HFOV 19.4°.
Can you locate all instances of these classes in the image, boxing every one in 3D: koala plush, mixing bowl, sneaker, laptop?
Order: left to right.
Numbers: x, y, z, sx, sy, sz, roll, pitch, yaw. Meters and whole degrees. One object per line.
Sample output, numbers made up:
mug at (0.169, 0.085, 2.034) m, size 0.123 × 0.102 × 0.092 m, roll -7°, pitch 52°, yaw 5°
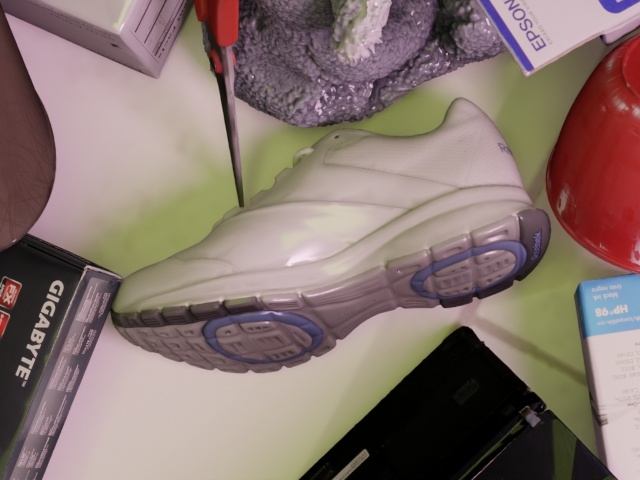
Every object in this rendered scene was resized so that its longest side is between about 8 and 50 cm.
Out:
sneaker at (0.000, 0.000, 1.248) m, size 0.297 × 0.111 × 0.129 m, roll -17°, pitch 61°, yaw 5°
koala plush at (0.004, -0.175, 1.191) m, size 0.203 × 0.221 × 0.196 m, roll -34°, pitch 82°, yaw 2°
laptop at (0.082, 0.209, 1.163) m, size 0.234 × 0.264 × 0.136 m, roll -43°, pitch 109°, yaw 0°
mixing bowl at (0.231, -0.071, 1.173) m, size 0.181 × 0.098 × 0.181 m, roll -4°, pitch 46°, yaw 4°

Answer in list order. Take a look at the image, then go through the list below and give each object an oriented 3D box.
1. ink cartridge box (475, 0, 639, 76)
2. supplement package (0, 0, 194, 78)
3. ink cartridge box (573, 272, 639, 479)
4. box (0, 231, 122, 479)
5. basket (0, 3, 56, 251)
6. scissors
ink cartridge box at (0.224, -0.250, 1.198) m, size 0.371 × 0.069 × 0.176 m, roll -30°, pitch 82°, yaw -20°
supplement package at (-0.194, -0.262, 1.260) m, size 0.261 × 0.145 × 0.204 m, roll 24°, pitch 87°, yaw 9°
ink cartridge box at (0.206, 0.114, 1.198) m, size 0.060 × 0.104 × 0.180 m, roll -8°, pitch 83°, yaw 5°
box at (-0.250, 0.090, 1.247) m, size 0.175 × 0.051 × 0.220 m, roll 23°, pitch 91°, yaw 26°
basket at (-0.261, -0.119, 1.139) m, size 0.154 × 0.227 × 0.204 m, roll -33°, pitch 68°, yaw -15°
scissors at (-0.067, -0.137, 1.195) m, size 0.021 × 0.297 × 0.109 m, roll -25°, pitch 59°, yaw -18°
